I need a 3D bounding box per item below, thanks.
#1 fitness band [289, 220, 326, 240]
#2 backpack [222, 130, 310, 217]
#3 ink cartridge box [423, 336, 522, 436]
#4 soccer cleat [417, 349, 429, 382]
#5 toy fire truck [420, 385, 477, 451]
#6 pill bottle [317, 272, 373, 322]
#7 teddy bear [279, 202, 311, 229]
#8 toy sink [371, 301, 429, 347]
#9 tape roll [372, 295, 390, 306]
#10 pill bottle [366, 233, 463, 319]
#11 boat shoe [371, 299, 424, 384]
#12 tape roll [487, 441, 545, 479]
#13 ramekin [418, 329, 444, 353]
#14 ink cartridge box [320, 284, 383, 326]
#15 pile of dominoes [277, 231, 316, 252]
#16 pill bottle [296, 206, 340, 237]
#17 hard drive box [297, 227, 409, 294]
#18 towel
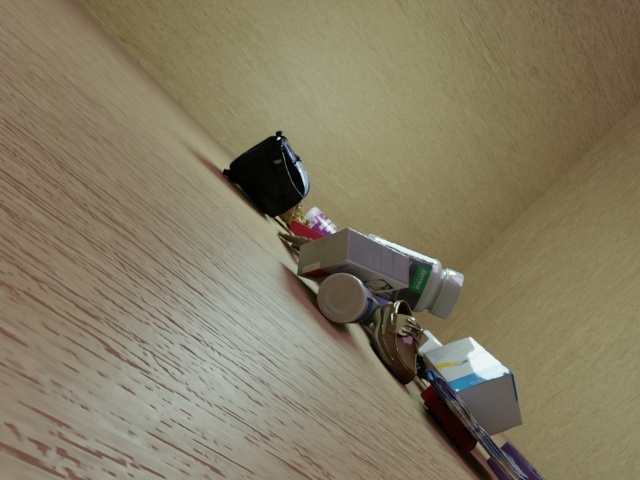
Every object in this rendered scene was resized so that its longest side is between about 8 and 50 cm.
[{"bbox_3d":[0.000,0.000,1.584,0.209,0.054,0.291,25,0,-34],"label":"fitness band"},{"bbox_3d":[-0.173,-0.230,1.603,0.263,0.277,0.213,61,21,-4],"label":"backpack"},{"bbox_3d":[0.432,0.422,1.245,0.232,0.168,0.171,-125,-162,-75],"label":"ink cartridge box"},{"bbox_3d":[0.353,0.430,1.497,0.179,0.060,0.072,-140,-134,-69],"label":"soccer cleat"},{"bbox_3d":[0.317,0.439,1.070,0.192,0.047,0.135,49,2,41],"label":"toy fire truck"},{"bbox_3d":[0.067,0.142,1.023,0.112,0.112,0.187,46,2,19],"label":"pill bottle"},{"bbox_3d":[-0.158,-0.145,1.827,0.245,0.113,0.338,40,-17,37],"label":"teddy bear"},{"bbox_3d":[0.286,0.317,1.590,0.153,0.131,0.234,46,2,-1],"label":"toy sink"},{"bbox_3d":[0.242,0.218,1.817,0.275,0.090,0.274,22,17,-7],"label":"tape roll"},{"bbox_3d":[0.300,0.130,1.519,0.361,0.204,0.204,22,-2,9],"label":"pill bottle"},{"bbox_3d":[0.222,0.259,1.200,0.122,0.120,0.324,46,14,-15],"label":"boat shoe"},{"bbox_3d":[0.549,0.647,1.152,0.189,0.080,0.189,45,2,-2],"label":"tape roll"},{"bbox_3d":[0.489,0.509,1.804,0.277,0.135,0.277,46,2,-2],"label":"ramekin"},{"bbox_3d":[0.090,0.163,1.354,0.208,0.087,0.153,42,3,-46],"label":"ink cartridge box"},{"bbox_3d":[-0.009,0.026,1.432,0.251,0.040,0.196,11,-25,50],"label":"pile of dominoes"},{"bbox_3d":[0.022,-0.005,2.068,0.301,0.169,0.169,45,2,0],"label":"pill bottle"},{"bbox_3d":[0.086,0.066,1.111,0.232,0.089,0.181,24,-30,-35],"label":"hard drive box"},{"bbox_3d":[0.357,0.426,1.008,0.285,0.034,0.209,50,1,17],"label":"towel"}]
